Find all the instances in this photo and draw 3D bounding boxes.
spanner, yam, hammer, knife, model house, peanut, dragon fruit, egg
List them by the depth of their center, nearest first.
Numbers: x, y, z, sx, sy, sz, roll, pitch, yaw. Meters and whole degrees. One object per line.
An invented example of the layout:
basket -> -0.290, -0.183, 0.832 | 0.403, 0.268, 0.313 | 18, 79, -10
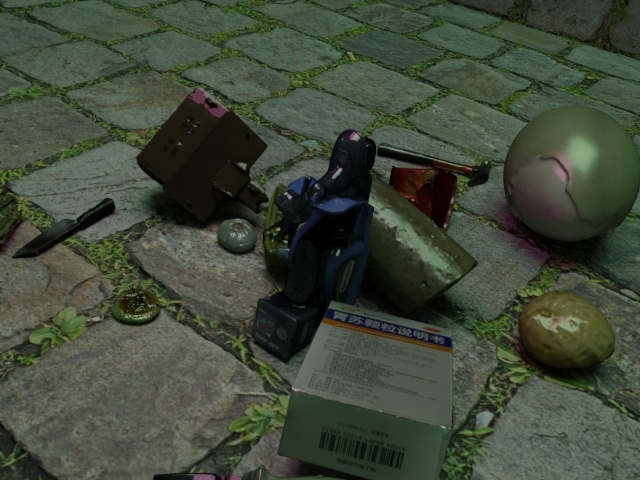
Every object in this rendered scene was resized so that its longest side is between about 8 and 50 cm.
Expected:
spanner -> -0.045, 0.319, 0.812 | 0.324, 0.096, 0.040 | 8, 36, -2
peanut -> 0.416, 0.152, 1.129 | 0.159, 0.109, 0.141 | 2, 27, -14
yam -> 0.135, 0.010, 1.201 | 0.268, 0.161, 0.161 | 43, 45, 15
knife -> -0.494, -0.024, 1.276 | 0.059, 0.028, 0.230 | 13, 36, 28
dragon fruit -> 0.198, -0.069, 1.360 | 0.126, 0.161, 0.274 | 3, 4, 20
model house -> -0.211, -0.141, 1.371 | 0.243, 0.204, 0.211 | 38, 85, 5
egg -> 0.532, -0.134, 1.417 | 0.278, 0.279, 0.336 | 17, 36, 13
hammer -> 0.285, -0.200, 1.671 | 0.287, 0.033, 0.111 | 15, 35, 11

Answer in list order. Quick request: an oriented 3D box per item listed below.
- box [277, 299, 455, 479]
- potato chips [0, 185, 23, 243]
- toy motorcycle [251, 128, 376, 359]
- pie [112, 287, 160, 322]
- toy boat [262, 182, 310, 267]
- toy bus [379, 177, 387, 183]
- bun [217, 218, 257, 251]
box -> 0.076, 0.203, 0.925 | 0.199, 0.107, 0.299 | 13, 17, 7
potato chips -> -0.753, -0.022, 1.176 | 0.358, 0.070, 0.429 | 16, 36, 8
toy motorcycle -> 0.000, 0.000, 1.055 | 0.125, 0.359, 0.212 | 26, 30, 27
pie -> -0.310, 0.109, 1.120 | 0.083, 0.021, 0.084 | 5, 36, -4
toy boat -> -0.056, -0.019, 1.306 | 0.111, 0.084, 0.276 | 3, 32, -2
toy bus -> 0.105, -0.060, 1.399 | 0.081, 0.074, 0.226 | 7, 35, 1
bun -> -0.163, -0.013, 1.302 | 0.083, 0.045, 0.083 | 3, 39, -3
